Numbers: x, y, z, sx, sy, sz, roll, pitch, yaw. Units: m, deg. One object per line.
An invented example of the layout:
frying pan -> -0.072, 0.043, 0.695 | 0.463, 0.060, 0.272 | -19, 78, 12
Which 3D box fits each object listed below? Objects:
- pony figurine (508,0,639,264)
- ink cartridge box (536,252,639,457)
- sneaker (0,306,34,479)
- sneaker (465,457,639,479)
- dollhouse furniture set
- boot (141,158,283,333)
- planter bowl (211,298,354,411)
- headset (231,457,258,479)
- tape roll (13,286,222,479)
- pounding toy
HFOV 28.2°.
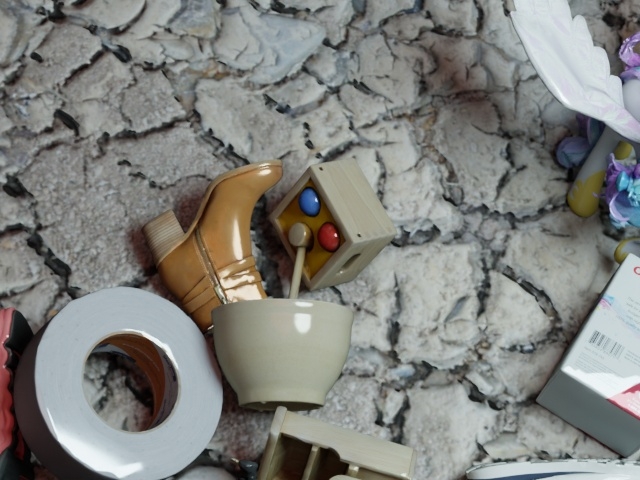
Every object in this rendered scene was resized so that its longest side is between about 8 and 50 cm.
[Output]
pony figurine -> 0.382, -0.145, 1.465 | 0.302, 0.363, 0.351 | -16, 68, -10
ink cartridge box -> 0.356, 0.133, 1.470 | 0.128, 0.127, 0.176 | 32, 68, 10
sneaker -> -0.390, 0.230, 1.398 | 0.136, 0.116, 0.314 | -6, 62, 8
sneaker -> 0.279, 0.291, 1.429 | 0.235, 0.090, 0.095 | -3, 79, -2
dollhouse furniture set -> -0.004, 0.314, 1.325 | 0.161, 0.212, 0.242 | 17, 40, 1
boot -> -0.099, 0.006, 1.513 | 0.197, 0.073, 0.152 | -33, 78, 7
planter bowl -> -0.044, 0.134, 1.428 | 0.162, 0.162, 0.109 | 2, 75, -4
headset -> -0.218, 0.352, 1.255 | 0.394, 0.185, 0.243 | -31, 91, -28
tape roll -> -0.219, 0.164, 1.396 | 0.219, 0.072, 0.219 | 14, 62, -27
pounding toy -> 0.000, 0.000, 1.507 | 0.100, 0.141, 0.130 | -12, 65, -40
